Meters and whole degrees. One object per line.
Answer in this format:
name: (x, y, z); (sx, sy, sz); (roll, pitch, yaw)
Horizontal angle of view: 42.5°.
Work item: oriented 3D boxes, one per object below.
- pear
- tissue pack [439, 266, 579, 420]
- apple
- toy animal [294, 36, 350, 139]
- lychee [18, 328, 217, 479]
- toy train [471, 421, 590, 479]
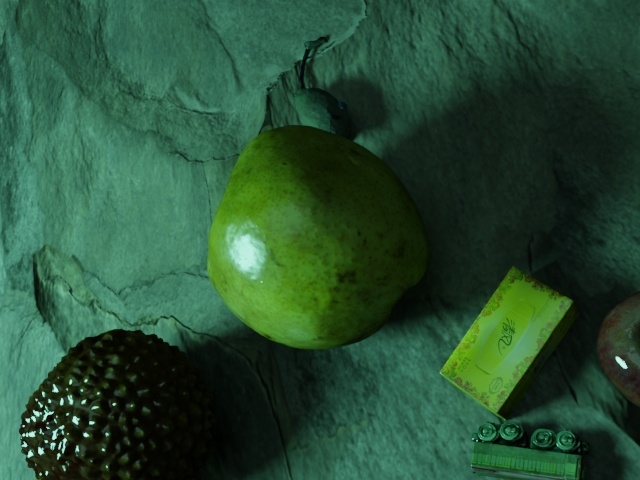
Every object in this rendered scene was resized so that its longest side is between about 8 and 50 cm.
pear: (0.000, 0.000, 1.127); (0.304, 0.304, 0.304); (-10, 65, 22)
tissue pack: (0.248, 0.134, 1.082); (0.095, 0.062, 0.176); (34, 87, 32)
apple: (0.409, 0.130, 0.974); (0.153, 0.120, 0.153); (-10, 60, 18)
toy animal: (-0.006, -0.239, 1.370); (0.079, 0.070, 0.253); (-4, 48, -14)
lychee: (-0.280, 0.264, 1.175); (0.267, 0.267, 0.267); (-10, 65, 22)
toy train: (0.260, 0.267, 1.033); (0.148, 0.038, 0.071); (1, 69, 27)
